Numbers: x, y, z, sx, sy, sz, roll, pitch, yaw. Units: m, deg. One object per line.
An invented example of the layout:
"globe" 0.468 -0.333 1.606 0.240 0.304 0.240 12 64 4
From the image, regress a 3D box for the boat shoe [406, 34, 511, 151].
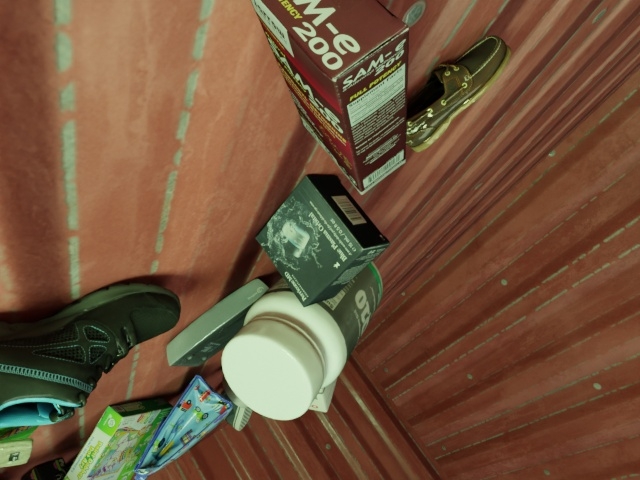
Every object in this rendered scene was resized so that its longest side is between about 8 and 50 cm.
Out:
"boat shoe" 0.195 -0.232 0.682 0.073 0.073 0.207 34 105 -30

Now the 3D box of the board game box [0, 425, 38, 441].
"board game box" -0.469 0.258 0.693 0.259 0.039 0.124 -47 159 19

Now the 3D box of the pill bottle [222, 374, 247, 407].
"pill bottle" -0.170 0.401 1.432 0.278 0.162 0.162 -40 163 6

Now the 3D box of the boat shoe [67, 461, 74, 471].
"boat shoe" -0.715 0.709 1.221 0.335 0.121 0.119 -40 167 16

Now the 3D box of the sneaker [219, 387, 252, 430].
"sneaker" -0.294 0.543 1.651 0.126 0.128 0.321 -8 122 -68

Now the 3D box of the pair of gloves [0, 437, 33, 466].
"pair of gloves" -0.504 0.269 0.596 0.204 0.042 0.240 -3 141 -34

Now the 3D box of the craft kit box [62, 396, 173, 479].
"craft kit box" -0.511 0.527 1.120 0.246 0.061 0.250 -57 164 -7

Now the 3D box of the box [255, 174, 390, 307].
"box" 0.000 0.000 0.745 0.158 0.156 0.093 -48 159 30

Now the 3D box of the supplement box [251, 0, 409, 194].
"supplement box" 0.021 -0.150 0.445 0.073 0.130 0.239 -37 162 -1

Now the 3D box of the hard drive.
"hard drive" -0.206 0.182 0.981 0.255 0.054 0.172 -37 163 -4

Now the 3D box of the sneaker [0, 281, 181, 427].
"sneaker" -0.312 0.153 0.558 0.341 0.139 0.125 -15 150 -53

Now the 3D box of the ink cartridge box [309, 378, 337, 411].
"ink cartridge box" -0.074 0.313 1.146 0.114 0.199 0.272 -68 158 -44

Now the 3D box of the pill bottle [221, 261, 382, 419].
"pill bottle" -0.021 0.158 0.875 0.204 0.204 0.361 -50 177 34

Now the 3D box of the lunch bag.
"lunch bag" -0.393 0.544 1.245 0.293 0.138 0.221 -49 175 -25

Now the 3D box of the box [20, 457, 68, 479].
"box" -0.669 0.582 1.088 0.052 0.062 0.083 -38 162 6
